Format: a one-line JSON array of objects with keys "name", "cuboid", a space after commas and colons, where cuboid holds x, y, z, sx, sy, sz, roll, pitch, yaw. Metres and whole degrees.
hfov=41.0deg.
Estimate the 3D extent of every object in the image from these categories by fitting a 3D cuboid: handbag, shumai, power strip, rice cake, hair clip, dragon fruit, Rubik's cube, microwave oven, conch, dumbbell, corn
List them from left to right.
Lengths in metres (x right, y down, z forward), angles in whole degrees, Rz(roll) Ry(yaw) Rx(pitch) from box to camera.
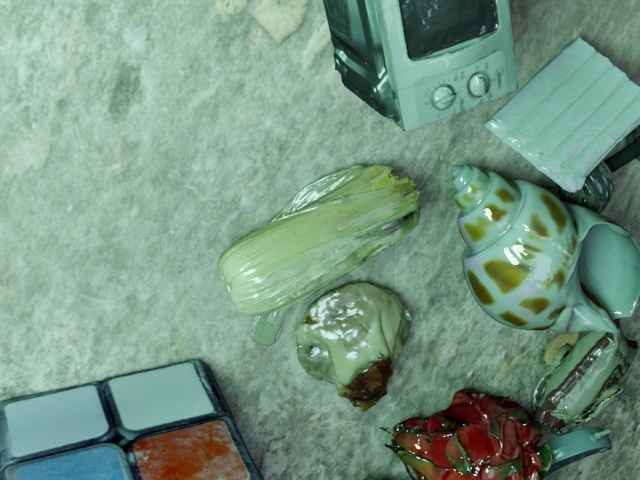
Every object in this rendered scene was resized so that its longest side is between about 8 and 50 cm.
[{"name": "Rubik's cube", "cuboid": [-0.262, 0.394, 1.179, 0.313, 0.316, 0.318, -9, 119, -20]}, {"name": "hair clip", "cuboid": [-0.059, 0.098, 1.300, 0.054, 0.022, 0.137, 26, 101, -33]}, {"name": "corn", "cuboid": [0.000, -0.001, 1.218, 0.305, 0.123, 0.122, -32, 121, -8]}, {"name": "shumai", "cuboid": [0.062, 0.170, 1.333, 0.201, 0.120, 0.201, -10, 121, -18]}, {"name": "microwave oven", "cuboid": [0.098, -0.316, 1.040, 0.181, 0.237, 0.295, -22, 122, -12]}, {"name": "dragon fruit", "cuboid": [0.246, 0.359, 1.475, 0.293, 0.234, 0.234, 21, 107, 6]}, {"name": "conch", "cuboid": [0.339, 0.017, 1.331, 0.249, 0.197, 0.368, -39, 132, 5]}, {"name": "power strip", "cuboid": [0.455, 0.400, 1.603, 0.216, 0.044, 0.137, -36, 147, 27]}, {"name": "rice cake", "cuboid": [0.382, -0.191, 1.303, 0.189, 0.037, 0.198, 39, 90, 0]}, {"name": "handbag", "cuboid": [0.479, 0.246, 1.557, 0.235, 0.127, 0.213, -47, 152, 5]}, {"name": "dumbbell", "cuboid": [0.487, -0.132, 1.394, 0.254, 0.110, 0.110, -31, 123, -16]}]

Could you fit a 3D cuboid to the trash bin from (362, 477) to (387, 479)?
[{"name": "trash bin", "cuboid": [0.192, 0.565, 1.545, 0.343, 0.158, 0.223, 20, 116, -30]}]
